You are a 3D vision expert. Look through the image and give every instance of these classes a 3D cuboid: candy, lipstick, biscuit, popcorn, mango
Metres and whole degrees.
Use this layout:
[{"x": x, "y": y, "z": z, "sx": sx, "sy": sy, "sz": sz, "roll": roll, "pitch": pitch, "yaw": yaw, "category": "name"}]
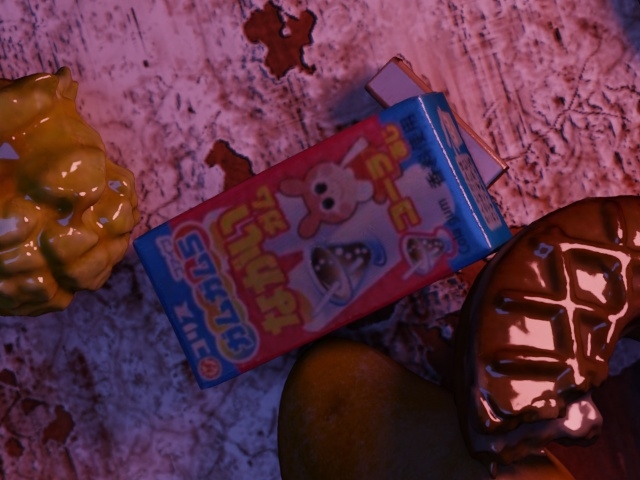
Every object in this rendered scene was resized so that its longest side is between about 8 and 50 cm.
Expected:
[{"x": 0.000, "y": 0.000, "z": 1.751, "sx": 0.306, "sy": 0.100, "sz": 0.157, "roll": -26, "pitch": 89, "yaw": 17, "category": "candy"}, {"x": 0.107, "y": -0.104, "z": 1.787, "sx": 0.145, "sy": 0.045, "sz": 0.045, "roll": 45, "pitch": 94, "yaw": 6, "category": "lipstick"}, {"x": 0.288, "y": 0.093, "z": 1.669, "sx": 0.366, "sy": 0.115, "sz": 0.268, "roll": 13, "pitch": 65, "yaw": -18, "category": "biscuit"}, {"x": -0.303, "y": -0.044, "z": 1.755, "sx": 0.258, "sy": 0.224, "sz": 0.270, "roll": -38, "pitch": 73, "yaw": 0, "category": "popcorn"}, {"x": 0.103, "y": 0.240, "z": 1.715, "sx": 0.384, "sy": 0.199, "sz": 0.221, "roll": 49, "pitch": 113, "yaw": 14, "category": "mango"}]

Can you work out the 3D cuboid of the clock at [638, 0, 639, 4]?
[{"x": 0.358, "y": -0.244, "z": 1.746, "sx": 0.198, "sy": 0.064, "sz": 0.172, "roll": 31, "pitch": 93, "yaw": 8, "category": "clock"}]
